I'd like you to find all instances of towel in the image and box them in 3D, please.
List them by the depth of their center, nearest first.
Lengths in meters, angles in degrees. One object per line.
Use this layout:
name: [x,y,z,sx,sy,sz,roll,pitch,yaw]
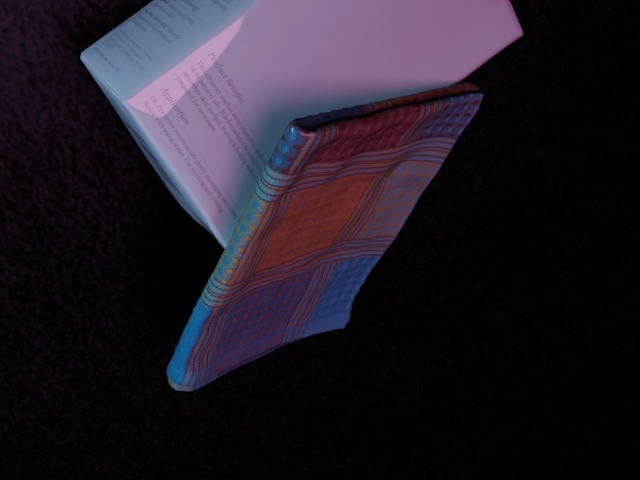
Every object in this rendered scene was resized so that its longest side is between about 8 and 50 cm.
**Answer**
towel: [0.000,0.000,1.313,0.271,0.040,0.370,-18,149,-43]

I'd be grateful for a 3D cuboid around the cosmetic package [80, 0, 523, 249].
cosmetic package: [-0.014,-0.197,1.276,0.385,0.156,0.217,-37,126,-8]
